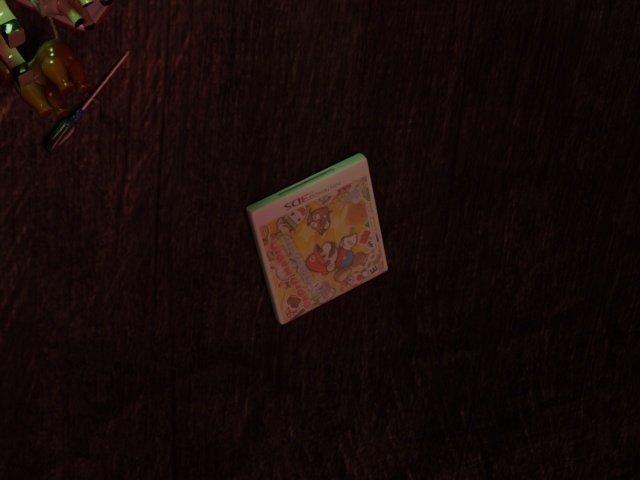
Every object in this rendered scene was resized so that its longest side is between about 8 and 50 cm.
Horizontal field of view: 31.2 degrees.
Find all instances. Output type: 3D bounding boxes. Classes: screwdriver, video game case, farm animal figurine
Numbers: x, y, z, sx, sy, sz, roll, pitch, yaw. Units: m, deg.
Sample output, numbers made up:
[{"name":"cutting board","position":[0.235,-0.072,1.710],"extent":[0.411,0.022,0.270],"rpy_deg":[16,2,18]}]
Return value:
[{"name":"screwdriver","position":[-0.300,-0.180,1.493],"extent":[0.170,0.025,0.024],"rpy_deg":[-48,132,2]},{"name":"video game case","position":[0.000,0.000,1.800],"extent":[0.206,0.026,0.227],"rpy_deg":[-27,129,-18]},{"name":"farm animal figurine","position":[-0.418,-0.212,1.254],"extent":[0.330,0.172,0.327],"rpy_deg":[-28,168,-33]}]

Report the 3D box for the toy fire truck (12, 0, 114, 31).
[{"name":"toy fire truck","position":[-0.325,-0.379,1.281],"extent":[0.302,0.169,0.254],"rpy_deg":[20,124,-39]}]
